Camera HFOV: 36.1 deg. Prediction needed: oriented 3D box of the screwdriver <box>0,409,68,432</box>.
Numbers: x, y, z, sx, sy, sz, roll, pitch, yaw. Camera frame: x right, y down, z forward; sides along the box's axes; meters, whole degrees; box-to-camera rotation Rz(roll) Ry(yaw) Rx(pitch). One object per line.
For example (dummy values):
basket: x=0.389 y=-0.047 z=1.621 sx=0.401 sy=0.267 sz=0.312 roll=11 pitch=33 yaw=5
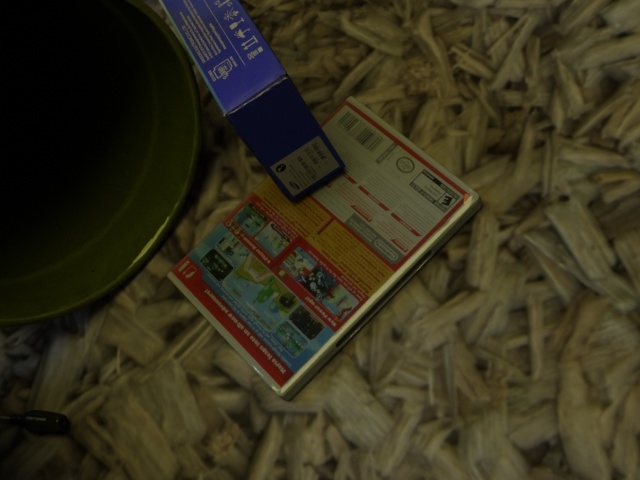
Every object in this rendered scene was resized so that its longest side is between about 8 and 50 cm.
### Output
screwdriver: x=-0.346 y=0.190 z=1.066 sx=0.169 sy=0.024 sz=0.025 roll=4 pitch=96 yaw=24

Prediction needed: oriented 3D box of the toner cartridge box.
toner cartridge box: x=-0.101 y=-0.215 z=1.075 sx=0.075 sy=0.165 sz=0.348 roll=-32 pitch=53 yaw=2

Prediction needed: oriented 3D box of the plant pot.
plant pot: x=-0.379 y=-0.149 z=1.081 sx=0.366 sy=0.366 sz=0.353 roll=-50 pitch=48 yaw=-8

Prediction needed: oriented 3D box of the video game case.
video game case: x=0.000 y=0.000 z=1.032 sx=0.285 sy=0.025 sz=0.204 roll=-44 pitch=59 yaw=-5
